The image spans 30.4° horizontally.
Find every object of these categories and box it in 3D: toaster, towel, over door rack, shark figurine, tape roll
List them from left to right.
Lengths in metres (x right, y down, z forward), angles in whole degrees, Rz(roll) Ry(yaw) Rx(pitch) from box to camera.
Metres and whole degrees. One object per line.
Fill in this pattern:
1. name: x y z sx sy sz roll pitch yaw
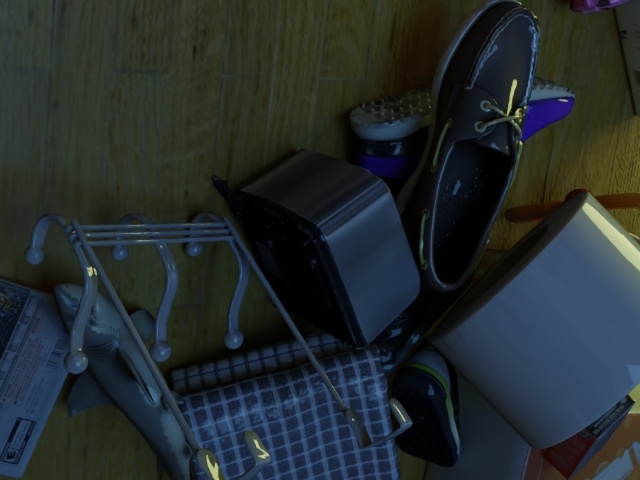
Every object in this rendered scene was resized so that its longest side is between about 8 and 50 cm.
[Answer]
1. shark figurine: -0.199 0.176 1.185 0.116 0.166 0.278 -26 87 10
2. over door rack: -0.105 0.103 1.102 0.239 0.324 0.108 -4 134 -54
3. towel: -0.027 0.253 1.316 0.235 0.121 0.284 -16 117 -9
4. toaster: 0.000 0.000 1.257 0.110 0.168 0.186 -37 125 -23
5. tape roll: 0.264 0.087 1.309 0.246 0.246 0.169 -43 89 -16

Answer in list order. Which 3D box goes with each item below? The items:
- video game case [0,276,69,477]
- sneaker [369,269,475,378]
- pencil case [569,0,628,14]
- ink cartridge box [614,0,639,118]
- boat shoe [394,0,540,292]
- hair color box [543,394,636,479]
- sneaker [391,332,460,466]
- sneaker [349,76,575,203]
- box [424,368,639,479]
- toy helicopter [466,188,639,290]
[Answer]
1. video game case: -0.333 0.129 1.154 0.173 0.022 0.190 23 93 -39
2. sneaker: 0.065 0.077 1.386 0.130 0.087 0.227 35 103 -13
3. pencil case: 0.326 -0.373 1.408 0.098 0.095 0.209 -53 134 -49
4. ink cartridge box: 0.472 -0.256 1.506 0.092 0.160 0.219 -35 123 -23
5. boat shoe: 0.166 -0.102 1.264 0.116 0.096 0.324 18 97 -30
6. hair color box: 0.311 0.221 1.373 0.072 0.043 0.141 -37 159 -22
7. sneaker: 0.145 0.196 1.450 0.235 0.084 0.097 81 32 -54
8. sneaker: 0.166 -0.108 1.383 0.293 0.102 0.146 -15 114 -23
9. box: 0.328 0.300 1.589 0.345 0.168 0.215 5 102 -36
10. toy helicopter: 0.279 0.031 1.493 0.355 0.140 0.235 8 108 -24
